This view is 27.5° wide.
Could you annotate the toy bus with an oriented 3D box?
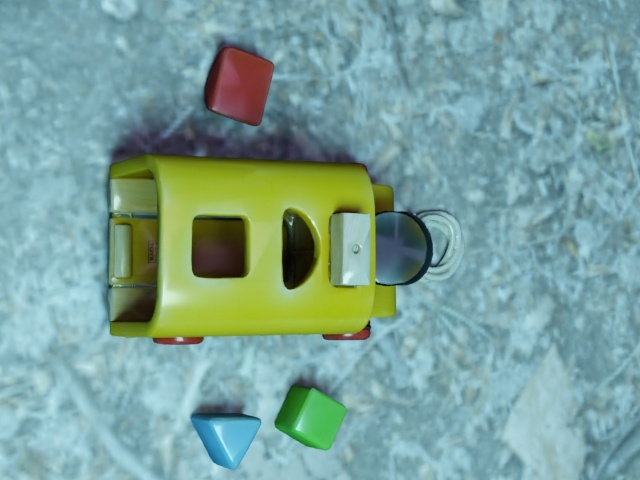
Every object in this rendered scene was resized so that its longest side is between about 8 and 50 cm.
[{"bbox_3d":[-0.011,0.005,0.673,0.191,0.104,0.202,47,70,-17],"label":"toy bus"}]
